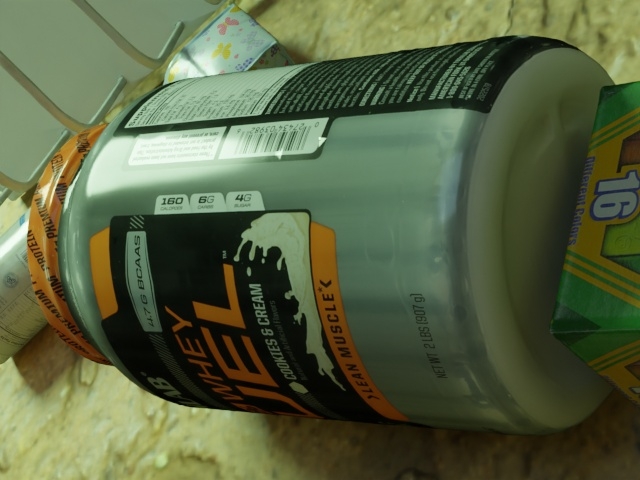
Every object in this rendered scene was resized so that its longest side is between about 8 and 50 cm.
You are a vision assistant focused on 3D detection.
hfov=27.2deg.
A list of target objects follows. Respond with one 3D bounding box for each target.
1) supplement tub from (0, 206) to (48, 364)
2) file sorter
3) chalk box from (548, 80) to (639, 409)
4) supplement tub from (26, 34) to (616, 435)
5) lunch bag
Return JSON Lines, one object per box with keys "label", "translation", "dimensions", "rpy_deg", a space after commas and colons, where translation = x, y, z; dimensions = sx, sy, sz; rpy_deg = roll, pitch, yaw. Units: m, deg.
{"label": "supplement tub", "translation": [-0.217, 0.031, 0.959], "dimensions": [0.107, 0.071, 0.071], "rpy_deg": [-42, 45, 11]}
{"label": "file sorter", "translation": [-0.213, -0.159, 0.936], "dimensions": [0.277, 0.193, 0.173], "rpy_deg": [-41, 14, 16]}
{"label": "chalk box", "translation": [0.228, 0.005, 0.553], "dimensions": [0.213, 0.132, 0.132], "rpy_deg": [-8, 55, 42]}
{"label": "supplement tub", "translation": [0.000, 0.000, 0.715], "dimensions": [0.316, 0.193, 0.194], "rpy_deg": [-1, 63, 39]}
{"label": "lunch bag", "translation": [-0.066, -0.115, 0.941], "dimensions": [0.083, 0.053, 0.071], "rpy_deg": [-42, 47, -4]}
